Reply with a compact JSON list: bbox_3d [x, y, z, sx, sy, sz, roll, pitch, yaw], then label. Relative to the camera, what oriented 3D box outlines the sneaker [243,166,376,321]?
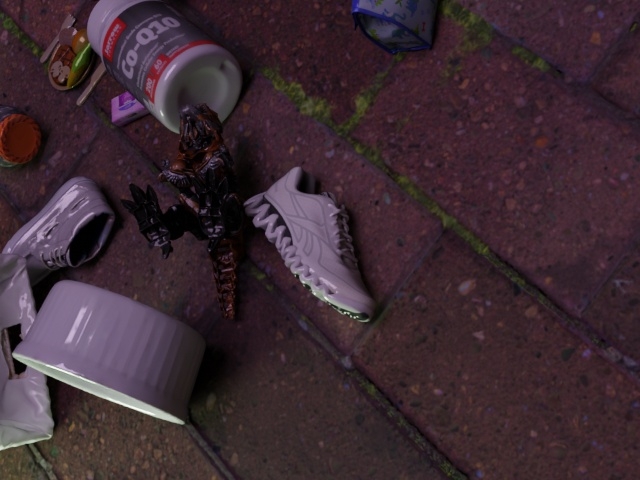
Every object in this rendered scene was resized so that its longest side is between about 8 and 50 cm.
[{"bbox_3d":[0.000,0.000,1.692,0.118,0.110,0.292,-44,53,5],"label":"sneaker"}]

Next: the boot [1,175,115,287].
[{"bbox_3d":[-0.462,0.014,2.032,0.258,0.095,0.123,-51,45,10],"label":"boot"}]

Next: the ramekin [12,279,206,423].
[{"bbox_3d":[-0.308,0.165,1.757,0.277,0.277,0.135,9,71,39],"label":"ramekin"}]

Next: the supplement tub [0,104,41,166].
[{"bbox_3d":[-0.626,-0.204,2.222,0.190,0.117,0.117,13,82,40],"label":"supplement tub"}]

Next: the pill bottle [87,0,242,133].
[{"bbox_3d":[-0.270,-0.308,1.961,0.283,0.161,0.161,41,100,39],"label":"pill bottle"}]

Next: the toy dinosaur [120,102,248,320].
[{"bbox_3d":[-0.165,-0.051,1.782,0.164,0.218,0.322,-33,83,17],"label":"toy dinosaur"}]

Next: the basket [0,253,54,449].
[{"bbox_3d":[-0.667,0.208,1.930,0.266,0.331,0.328,-16,82,34],"label":"basket"}]

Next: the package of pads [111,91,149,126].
[{"bbox_3d":[-0.335,-0.240,2.070,0.083,0.032,0.050,-20,64,30],"label":"package of pads"}]

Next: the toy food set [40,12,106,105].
[{"bbox_3d":[-0.477,-0.350,2.211,0.132,0.038,0.192,-53,51,9],"label":"toy food set"}]

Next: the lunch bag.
[{"bbox_3d":[0.100,-0.361,1.708,0.096,0.151,0.128,-1,74,36],"label":"lunch bag"}]
